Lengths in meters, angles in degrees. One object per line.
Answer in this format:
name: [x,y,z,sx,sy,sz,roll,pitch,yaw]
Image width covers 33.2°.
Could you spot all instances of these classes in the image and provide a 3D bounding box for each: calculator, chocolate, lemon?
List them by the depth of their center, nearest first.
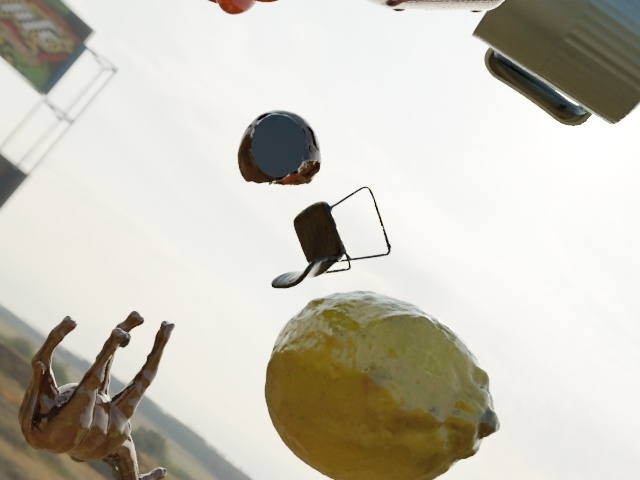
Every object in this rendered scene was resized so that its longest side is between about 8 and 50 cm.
calculator: [0.120,-0.258,1.138,0.126,0.034,0.190,-1,11,-7]
lemon: [0.074,0.210,1.485,0.316,0.285,0.285,52,-3,35]
chocolate: [-0.060,-0.122,1.573,0.124,0.127,0.133,27,-16,-4]

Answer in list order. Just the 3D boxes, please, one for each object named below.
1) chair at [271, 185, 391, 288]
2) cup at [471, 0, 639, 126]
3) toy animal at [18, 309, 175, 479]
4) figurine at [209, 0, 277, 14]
chair: [0.000,0.000,2.077,0.140,0.221,0.145,-25,-95,51]
cup: [0.451,-0.360,1.919,0.311,0.331,0.257,35,29,2]
toy animal: [-0.192,0.167,0.985,0.066,0.230,0.224,32,18,29]
figurine: [-0.063,-0.524,1.531,0.411,0.241,0.306,-26,-79,41]
